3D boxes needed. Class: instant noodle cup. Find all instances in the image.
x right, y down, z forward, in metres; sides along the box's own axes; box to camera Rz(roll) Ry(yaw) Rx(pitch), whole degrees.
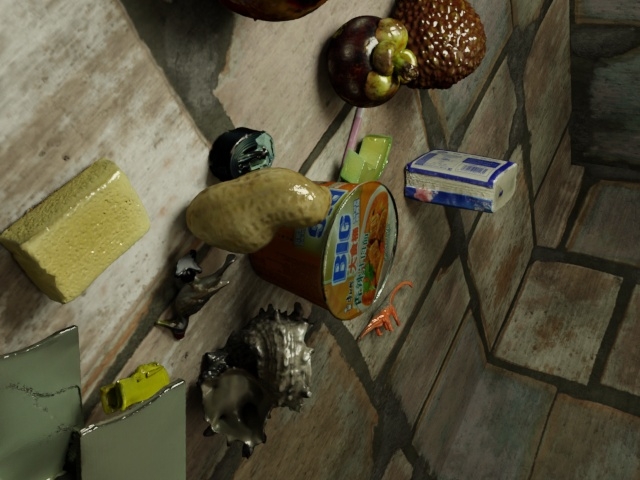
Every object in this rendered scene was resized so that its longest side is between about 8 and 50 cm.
[{"bbox_3d":[0.000,0.000,1.262,0.296,0.214,0.296,-30,127,-49],"label":"instant noodle cup"}]

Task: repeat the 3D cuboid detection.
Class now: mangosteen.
[{"bbox_3d":[0.121,-0.373,1.296,0.192,0.217,0.192,-24,123,-43],"label":"mangosteen"}]

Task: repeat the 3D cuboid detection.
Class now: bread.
[{"bbox_3d":[-0.337,-0.014,0.871,0.188,0.068,0.125,-51,141,-34],"label":"bread"}]

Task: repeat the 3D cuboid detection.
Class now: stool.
[{"bbox_3d":[-0.329,0.296,0.844,0.170,0.244,0.269,-21,120,-53],"label":"stool"}]

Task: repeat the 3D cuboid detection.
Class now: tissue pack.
[{"bbox_3d":[0.402,-0.168,1.768,0.209,0.270,0.137,-31,129,-52],"label":"tissue pack"}]

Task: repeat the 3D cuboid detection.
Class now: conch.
[{"bbox_3d":[-0.104,0.267,1.197,0.313,0.241,0.186,-55,131,-8],"label":"conch"}]

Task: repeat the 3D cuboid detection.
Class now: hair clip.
[{"bbox_3d":[-0.300,0.247,1.021,0.173,0.046,0.072,-5,83,-78],"label":"hair clip"}]

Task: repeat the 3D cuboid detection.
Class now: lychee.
[{"bbox_3d":[0.270,-0.492,1.473,0.271,0.271,0.271,-29,126,-49],"label":"lychee"}]

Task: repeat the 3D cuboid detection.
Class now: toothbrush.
[{"bbox_3d":[0.061,-0.185,1.464,0.025,0.020,0.286,19,87,-67],"label":"toothbrush"}]

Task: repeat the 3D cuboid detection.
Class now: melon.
[{"bbox_3d":[0.105,-0.184,1.468,0.209,0.064,0.118,-39,145,-59],"label":"melon"}]

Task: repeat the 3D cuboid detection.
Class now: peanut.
[{"bbox_3d":[-0.105,-0.055,1.071,0.253,0.122,0.137,-19,121,-1],"label":"peanut"}]

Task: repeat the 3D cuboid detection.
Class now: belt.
[{"bbox_3d":[-0.139,-0.153,1.130,0.140,0.058,0.105,-36,134,-46],"label":"belt"}]

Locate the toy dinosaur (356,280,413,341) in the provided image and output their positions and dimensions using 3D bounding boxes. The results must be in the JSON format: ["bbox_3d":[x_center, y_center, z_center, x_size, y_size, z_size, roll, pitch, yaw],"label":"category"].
[{"bbox_3d":[0.200,0.215,1.811,0.279,0.055,0.101,-34,107,-44],"label":"toy dinosaur"}]

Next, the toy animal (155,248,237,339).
[{"bbox_3d":[-0.224,0.100,1.082,0.105,0.070,0.202,14,116,-24],"label":"toy animal"}]

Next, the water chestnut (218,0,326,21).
[{"bbox_3d":[-0.048,-0.504,0.896,0.350,0.302,0.350,-35,135,-45],"label":"water chestnut"}]
